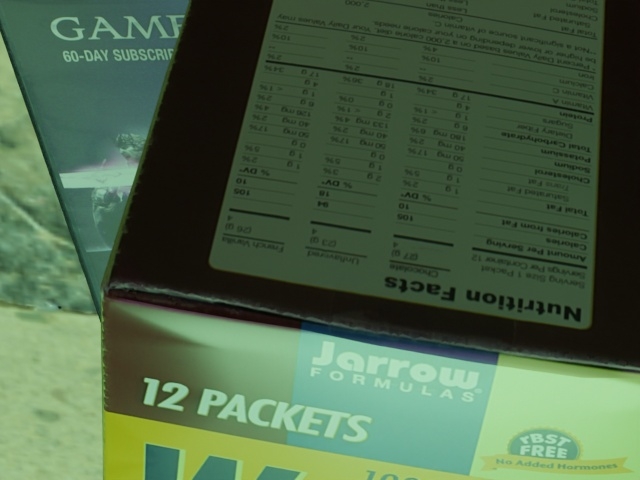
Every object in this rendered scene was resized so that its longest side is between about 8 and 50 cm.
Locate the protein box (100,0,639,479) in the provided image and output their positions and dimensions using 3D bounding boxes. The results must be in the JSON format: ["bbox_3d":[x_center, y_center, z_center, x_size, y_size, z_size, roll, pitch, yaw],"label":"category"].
[{"bbox_3d":[0.023,0.016,0.514,0.136,0.201,0.200,9,137,2],"label":"protein box"}]

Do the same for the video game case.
[{"bbox_3d":[0.000,0.000,0.669,0.196,0.026,0.274,0,135,11],"label":"video game case"}]
